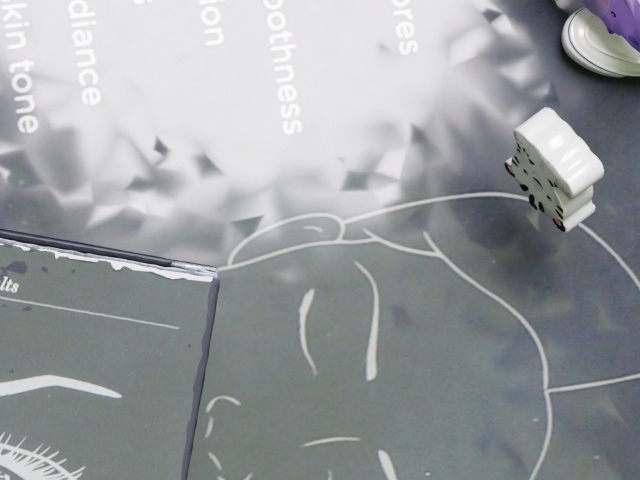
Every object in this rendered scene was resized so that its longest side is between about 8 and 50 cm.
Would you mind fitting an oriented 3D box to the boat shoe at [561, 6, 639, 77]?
[{"bbox_3d":[0.159,-0.088,0.687,0.100,0.035,0.035,11,85,-7],"label":"boat shoe"}]

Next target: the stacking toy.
[{"bbox_3d":[0.107,-0.130,0.663,0.167,0.052,0.221,-35,71,-11],"label":"stacking toy"}]

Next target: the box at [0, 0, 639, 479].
[{"bbox_3d":[0.000,0.000,0.822,0.471,0.297,0.480,-8,87,-6],"label":"box"}]

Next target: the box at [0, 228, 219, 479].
[{"bbox_3d":[-0.131,0.099,0.599,0.153,0.108,0.207,11,85,-7],"label":"box"}]
